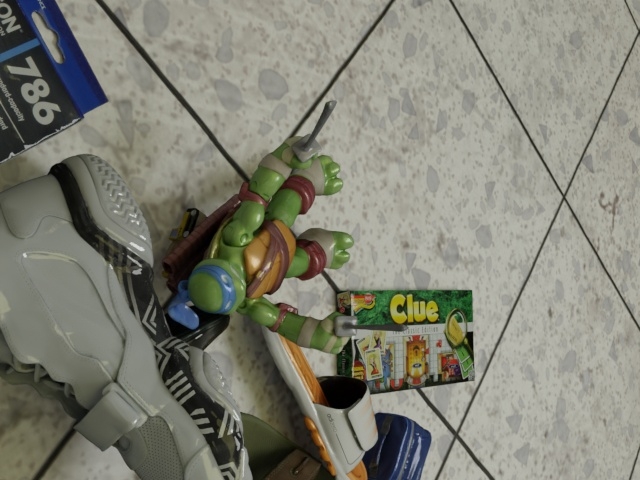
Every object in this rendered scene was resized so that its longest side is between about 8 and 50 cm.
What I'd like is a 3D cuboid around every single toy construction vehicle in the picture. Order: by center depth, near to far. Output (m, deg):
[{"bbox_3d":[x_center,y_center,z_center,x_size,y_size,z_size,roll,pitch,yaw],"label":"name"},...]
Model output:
[{"bbox_3d":[-0.126,0.008,0.873,0.086,0.035,0.098,35,66,-48],"label":"toy construction vehicle"}]

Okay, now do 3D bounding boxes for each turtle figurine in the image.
[{"bbox_3d":[0.000,0.000,0.816,0.198,0.274,0.266,49,23,-4],"label":"turtle figurine"}]

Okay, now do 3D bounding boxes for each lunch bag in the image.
[{"bbox_3d":[0.089,0.271,1.027,0.065,0.067,0.098,35,65,-36],"label":"lunch bag"}]

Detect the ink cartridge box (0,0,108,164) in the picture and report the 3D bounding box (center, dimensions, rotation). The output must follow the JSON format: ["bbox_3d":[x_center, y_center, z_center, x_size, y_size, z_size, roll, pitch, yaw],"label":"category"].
[{"bbox_3d":[-0.325,-0.127,0.671,0.332,0.065,0.165,-42,114,-39],"label":"ink cartridge box"}]

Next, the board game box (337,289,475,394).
[{"bbox_3d":[0.123,0.134,1.099,0.259,0.030,0.136,2,83,-44],"label":"board game box"}]

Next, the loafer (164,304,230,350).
[{"bbox_3d":[-0.158,0.120,0.816,0.170,0.062,0.061,-31,120,-33],"label":"loafer"}]

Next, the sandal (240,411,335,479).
[{"bbox_3d":[-0.033,0.277,0.895,0.303,0.086,0.120,36,63,-36],"label":"sandal"}]

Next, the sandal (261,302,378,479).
[{"bbox_3d":[0.015,0.178,0.930,0.102,0.076,0.265,-96,161,-71],"label":"sandal"}]

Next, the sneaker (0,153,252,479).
[{"bbox_3d":[-0.212,0.112,0.663,0.210,0.137,0.366,-19,77,-33],"label":"sneaker"}]
